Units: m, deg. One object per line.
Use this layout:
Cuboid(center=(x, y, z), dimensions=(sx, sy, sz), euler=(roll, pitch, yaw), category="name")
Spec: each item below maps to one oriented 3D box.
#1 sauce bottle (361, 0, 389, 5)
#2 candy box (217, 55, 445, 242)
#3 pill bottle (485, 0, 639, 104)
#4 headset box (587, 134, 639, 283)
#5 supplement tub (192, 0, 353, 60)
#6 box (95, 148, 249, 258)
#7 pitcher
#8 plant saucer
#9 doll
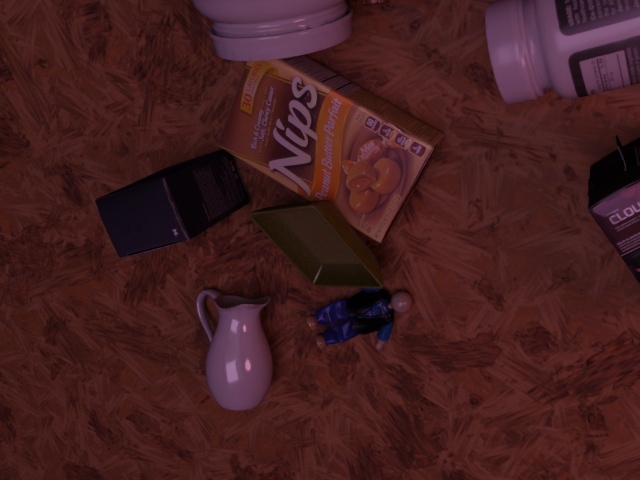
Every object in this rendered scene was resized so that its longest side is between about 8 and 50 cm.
Cuboid(center=(0.069, -0.377, 0.903), dimensions=(0.042, 0.042, 0.128), euler=(5, 116, 22), category="sauce bottle")
Cuboid(center=(0.011, -0.158, 1.085), dimensions=(0.316, 0.087, 0.183), euler=(31, 120, 8), category="candy box")
Cuboid(center=(0.361, -0.269, 0.850), dimensions=(0.283, 0.161, 0.161), euler=(-10, 106, 26), category="pill bottle")
Cuboid(center=(0.454, -0.005, 0.880), dimensions=(0.110, 0.218, 0.293), euler=(-34, 94, 29), category="headset box")
Cuboid(center=(-0.075, -0.430, 0.913), dimensions=(0.241, 0.241, 0.331), euler=(5, 122, 22), category="supplement tub")
Cuboid(center=(-0.243, -0.066, 1.161), dimensions=(0.153, 0.207, 0.108), euler=(-13, 104, 27), category="box")
Cuboid(center=(-0.170, 0.199, 1.296), dimensions=(0.178, 0.125, 0.207), euler=(11, 104, 42), category="pitcher")
Cuboid(center=(0.000, 0.000, 1.122), dimensions=(0.188, 0.045, 0.188), euler=(-3, 135, 52), category="plant saucer")
Cuboid(center=(0.075, 0.133, 1.195), dimensions=(0.189, 0.046, 0.129), euler=(-24, 90, 23), category="doll")
